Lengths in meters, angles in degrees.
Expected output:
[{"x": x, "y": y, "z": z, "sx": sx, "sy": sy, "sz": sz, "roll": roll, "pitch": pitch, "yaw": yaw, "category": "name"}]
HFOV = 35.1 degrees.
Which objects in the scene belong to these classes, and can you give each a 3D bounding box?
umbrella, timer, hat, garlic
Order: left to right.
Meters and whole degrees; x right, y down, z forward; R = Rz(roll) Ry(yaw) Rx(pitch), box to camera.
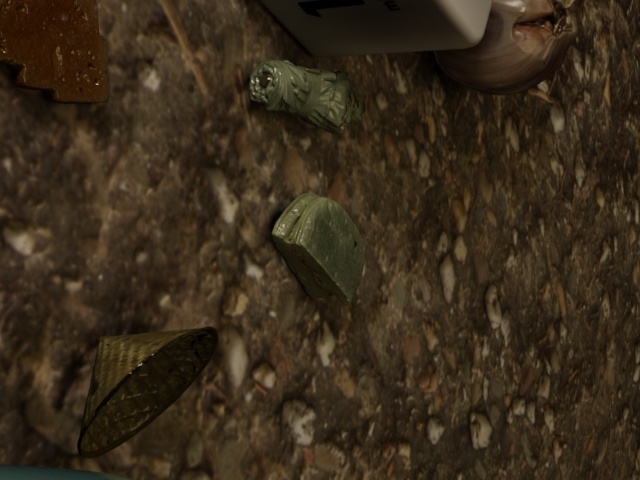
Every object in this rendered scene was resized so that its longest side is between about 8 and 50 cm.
[{"x": -0.159, "y": 0.102, "z": 0.823, "sx": 0.146, "sy": 0.067, "sz": 0.146, "roll": -43, "pitch": 164, "yaw": -15, "category": "hat"}, {"x": -0.008, "y": -0.144, "z": 1.003, "sx": 0.143, "sy": 0.062, "sz": 0.067, "roll": 13, "pitch": 51, "yaw": -47, "category": "umbrella"}, {"x": 0.051, "y": -0.303, "z": 0.955, "sx": 0.194, "sy": 0.195, "sz": 0.192, "roll": 38, "pitch": 63, "yaw": -48, "category": "timer"}, {"x": 0.236, "y": -0.306, "z": 1.218, "sx": 0.207, "sy": 0.256, "sz": 0.207, "roll": 33, "pitch": 28, "yaw": -20, "category": "garlic"}]

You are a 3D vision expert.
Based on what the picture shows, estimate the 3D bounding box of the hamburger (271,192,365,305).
[{"x": 0.003, "y": 0.000, "z": 1.039, "sx": 0.121, "sy": 0.054, "sz": 0.084, "roll": 50, "pitch": 55, "yaw": -35, "category": "hamburger"}]

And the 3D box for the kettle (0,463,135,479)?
[{"x": -0.276, "y": 0.270, "z": 0.552, "sx": 0.342, "sy": 0.247, "sz": 0.319, "roll": 20, "pitch": 103, "yaw": -45, "category": "kettle"}]

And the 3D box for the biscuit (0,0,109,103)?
[{"x": -0.203, "y": -0.152, "z": 0.765, "sx": 0.119, "sy": 0.019, "sz": 0.130, "roll": -60, "pitch": 136, "yaw": -32, "category": "biscuit"}]
